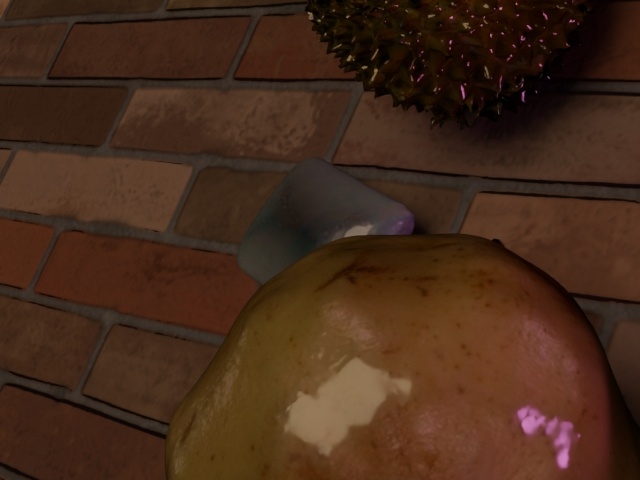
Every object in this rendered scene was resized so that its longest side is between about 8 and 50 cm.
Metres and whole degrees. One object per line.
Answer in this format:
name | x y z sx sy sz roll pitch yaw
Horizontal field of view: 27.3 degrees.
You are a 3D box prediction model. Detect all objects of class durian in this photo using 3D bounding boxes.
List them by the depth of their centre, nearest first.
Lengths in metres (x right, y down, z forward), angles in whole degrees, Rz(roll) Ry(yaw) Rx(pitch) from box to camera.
durian | 0.129 -0.242 1.176 0.258 0.258 0.293 14 64 48

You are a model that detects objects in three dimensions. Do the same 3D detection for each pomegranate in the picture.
pomegranate | 0.061 0.159 0.878 0.333 0.332 0.332 -24 49 31

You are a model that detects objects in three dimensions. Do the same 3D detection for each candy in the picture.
candy | 0.000 0.000 1.243 0.138 0.071 0.174 -55 40 -1

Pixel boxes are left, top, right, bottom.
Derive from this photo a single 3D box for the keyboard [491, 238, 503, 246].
keyboard | 0.090 0.076 1.148 0.195 0.018 0.060 -41 39 14
